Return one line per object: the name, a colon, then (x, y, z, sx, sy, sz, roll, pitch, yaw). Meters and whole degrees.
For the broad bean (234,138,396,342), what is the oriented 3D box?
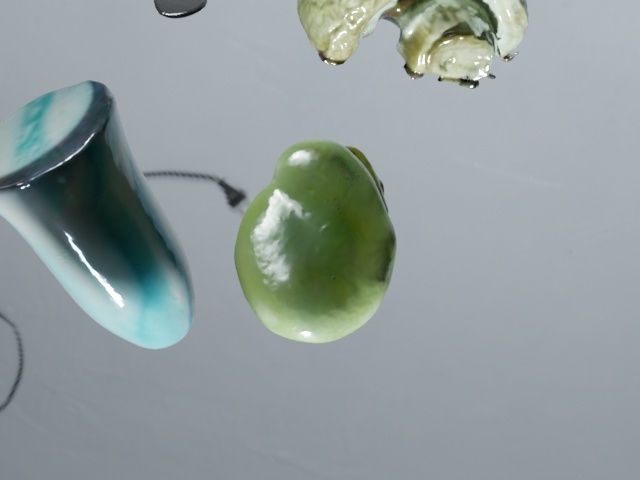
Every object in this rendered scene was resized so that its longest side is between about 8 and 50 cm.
broad bean: (0.000, 0.000, 1.190, 0.169, 0.228, 0.100, 23, 160, 5)

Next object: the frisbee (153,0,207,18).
frisbee: (-0.192, -0.287, 1.246, 0.187, 0.211, 0.012, 4, 123, 11)

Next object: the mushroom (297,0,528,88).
mushroom: (0.112, -0.284, 1.211, 0.267, 0.190, 0.164, 5, 134, -22)

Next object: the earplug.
earplug: (-0.239, 0.000, 1.313, 0.185, 0.185, 0.324, -13, 128, 22)
